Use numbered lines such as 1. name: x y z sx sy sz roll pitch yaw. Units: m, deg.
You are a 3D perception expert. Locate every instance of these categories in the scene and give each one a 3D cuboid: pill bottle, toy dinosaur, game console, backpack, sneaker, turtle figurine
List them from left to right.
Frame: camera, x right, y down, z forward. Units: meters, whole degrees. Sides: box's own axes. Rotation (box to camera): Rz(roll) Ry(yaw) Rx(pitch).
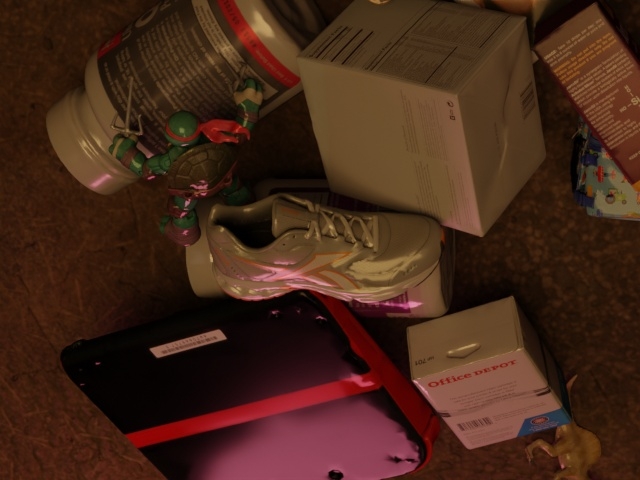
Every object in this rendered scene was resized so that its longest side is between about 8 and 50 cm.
1. pill bottle: -0.156 -0.185 1.639 0.318 0.176 0.176 -32 102 22
2. turtle figurine: -0.138 -0.092 1.534 0.175 0.118 0.234 -11 145 -1
3. game console: -0.081 0.198 1.759 0.386 0.060 0.342 -18 126 28
4. sneaker: 0.000 0.000 1.524 0.262 0.099 0.121 -6 144 10
5. pill bottle: 0.001 0.008 1.685 0.301 0.169 0.169 0 111 13
6. toy dinosaur: 0.305 0.258 1.794 0.092 0.053 0.183 -17 99 0
7. backpack: 0.361 -0.118 1.586 0.158 0.117 0.173 7 110 9

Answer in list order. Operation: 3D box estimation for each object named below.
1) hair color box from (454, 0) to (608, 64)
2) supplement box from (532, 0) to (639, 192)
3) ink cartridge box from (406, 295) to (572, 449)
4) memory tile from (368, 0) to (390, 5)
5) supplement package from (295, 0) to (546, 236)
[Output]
1. hair color box: 0.165 -0.384 1.523 0.185 0.113 0.374 -40 99 24
2. supplement box: 0.303 -0.156 1.464 0.081 0.104 0.188 -35 100 19
3. ink cartridge box: 0.203 0.162 1.703 0.139 0.082 0.191 -18 139 18
4. memory tile: 0.091 -0.323 1.497 0.148 0.012 0.113 -26 104 22
5. supplement package: 0.113 -0.143 1.546 0.203 0.149 0.194 18 140 33
